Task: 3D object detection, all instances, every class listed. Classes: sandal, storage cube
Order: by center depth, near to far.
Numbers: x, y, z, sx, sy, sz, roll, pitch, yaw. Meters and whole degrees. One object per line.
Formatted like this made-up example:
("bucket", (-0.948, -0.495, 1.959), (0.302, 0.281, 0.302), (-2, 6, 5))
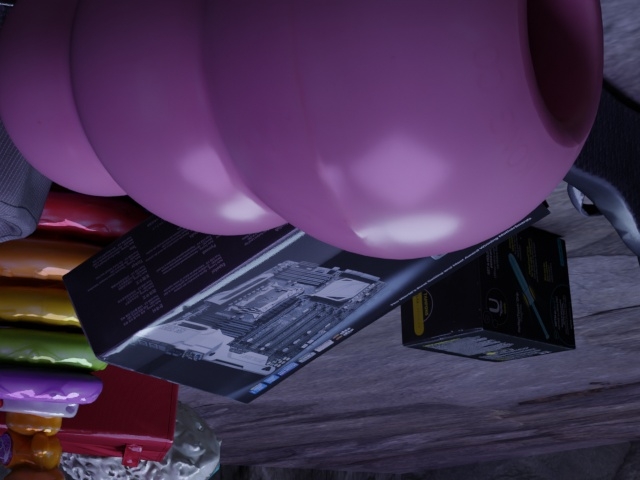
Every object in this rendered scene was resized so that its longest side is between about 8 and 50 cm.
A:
("sandal", (0.213, -0.061, 1.035), (0.054, 0.097, 0.254), (2, 160, 36))
("storage cube", (-0.248, 0.125, 1.435), (0.193, 0.215, 0.184), (7, 164, -9))

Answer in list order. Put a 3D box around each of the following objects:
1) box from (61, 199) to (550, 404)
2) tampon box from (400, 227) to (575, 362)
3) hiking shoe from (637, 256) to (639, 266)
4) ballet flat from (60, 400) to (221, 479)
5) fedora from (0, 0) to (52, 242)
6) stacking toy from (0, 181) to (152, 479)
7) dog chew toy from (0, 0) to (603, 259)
("box", (0.000, 0.000, 1.019), (0.307, 0.077, 0.242), (-33, 157, 11))
("tampon box", (0.165, 0.050, 1.359), (0.101, 0.121, 0.161), (-16, 159, 40))
("hiking shoe", (0.419, -0.039, 1.152), (0.304, 0.113, 0.132), (-16, -170, 26))
("ballet flat", (-0.302, 0.193, 1.614), (0.408, 0.147, 0.147), (19, 179, 37))
("fedora", (-0.251, -0.068, 0.874), (0.243, 0.124, 0.275), (-7, 164, 21))
("stacking toy", (-0.220, 0.081, 1.075), (0.165, 0.302, 0.175), (12, 170, -43))
("dog chew toy", (-0.030, -0.092, 0.700), (0.331, 0.207, 0.206), (-1, 167, 32))
